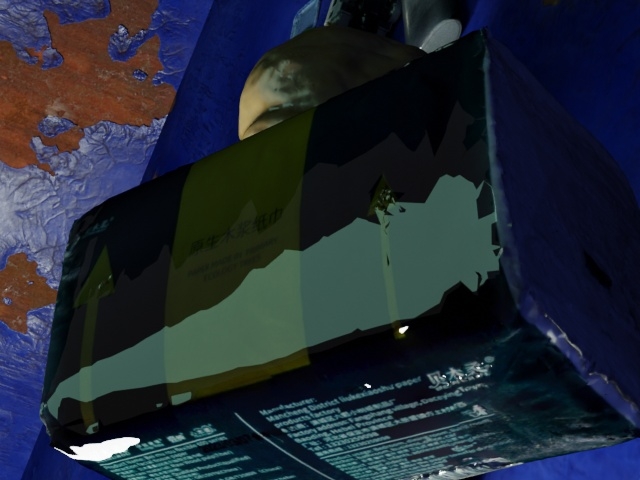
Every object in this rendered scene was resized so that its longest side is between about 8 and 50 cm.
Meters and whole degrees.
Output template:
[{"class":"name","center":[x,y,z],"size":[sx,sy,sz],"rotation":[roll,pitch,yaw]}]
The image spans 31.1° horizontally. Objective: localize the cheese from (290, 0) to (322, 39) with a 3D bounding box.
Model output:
[{"class":"cheese","center":[-0.043,-0.181,1.581],"size":[0.204,0.083,0.321],"rotation":[-20,55,65]}]

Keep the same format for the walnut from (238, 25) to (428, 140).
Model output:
[{"class":"walnut","center":[0.039,-0.063,1.184],"size":[0.285,0.285,0.296],"rotation":[-171,94,-71]}]

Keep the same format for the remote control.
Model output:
[{"class":"remote control","center":[0.143,-0.368,1.570],"size":[0.107,0.044,0.378],"rotation":[-49,27,36]}]

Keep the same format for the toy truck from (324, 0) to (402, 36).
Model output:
[{"class":"toy truck","center":[0.035,-0.273,1.684],"size":[0.114,0.098,0.227],"rotation":[-9,62,69]}]

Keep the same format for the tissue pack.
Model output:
[{"class":"tissue pack","center":[0.019,0.056,0.891],"size":[0.416,0.264,0.253],"rotation":[-23,50,30]}]

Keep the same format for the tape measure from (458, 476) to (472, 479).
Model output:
[{"class":"tape measure","center":[0.066,0.202,1.080],"size":[0.199,0.112,0.186],"rotation":[-65,17,9]}]
